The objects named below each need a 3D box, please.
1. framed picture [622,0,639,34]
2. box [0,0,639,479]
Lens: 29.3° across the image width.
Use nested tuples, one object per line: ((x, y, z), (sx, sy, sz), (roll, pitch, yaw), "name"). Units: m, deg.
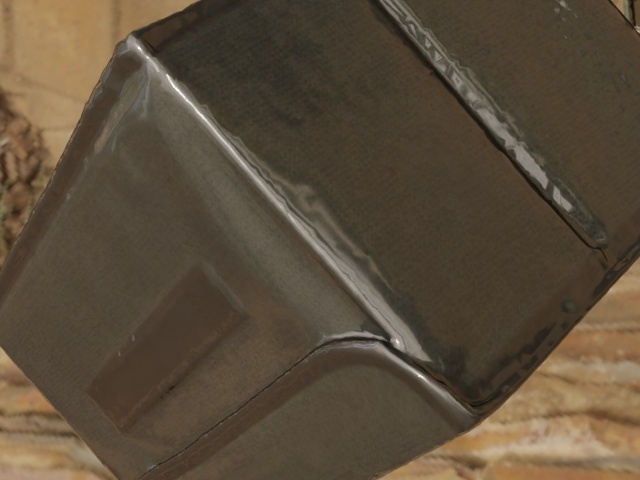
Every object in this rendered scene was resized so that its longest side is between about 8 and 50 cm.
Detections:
((0.455, -0.334, 1.488), (0.209, 0.019, 0.281), (21, 152, 31), "framed picture")
((0.001, 0.001, 0.669), (0.204, 0.251, 0.345), (50, 145, 3), "box")
